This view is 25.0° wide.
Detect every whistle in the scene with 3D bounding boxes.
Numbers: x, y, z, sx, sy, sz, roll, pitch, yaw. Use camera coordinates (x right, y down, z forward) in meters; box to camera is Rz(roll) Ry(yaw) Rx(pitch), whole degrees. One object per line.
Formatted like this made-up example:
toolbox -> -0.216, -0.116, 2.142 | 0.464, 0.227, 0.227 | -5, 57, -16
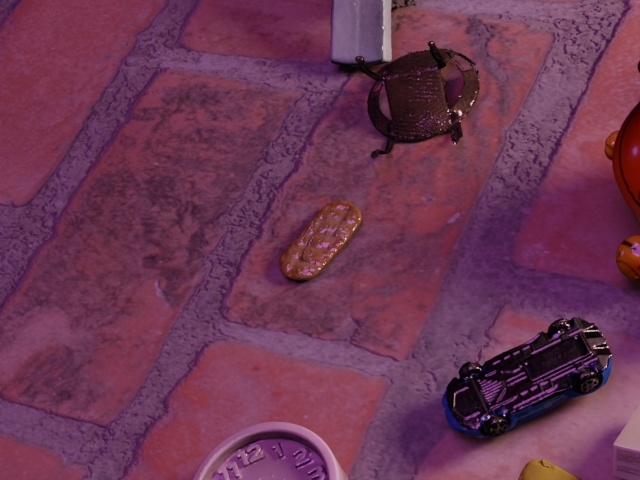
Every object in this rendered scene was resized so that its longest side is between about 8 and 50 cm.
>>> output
whistle -> 0.093, -0.411, 2.257 | 0.163, 0.163, 0.289 | 2, 91, 23

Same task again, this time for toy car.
toy car -> 0.253, 0.175, 1.759 | 0.216, 0.063, 0.103 | -28, 48, 7

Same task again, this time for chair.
chair -> 0.140, -0.213, 2.101 | 0.174, 0.149, 0.213 | -11, 8, 17

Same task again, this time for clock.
clock -> -0.062, 0.322, 1.761 | 0.197, 0.068, 0.197 | -11, 50, 14

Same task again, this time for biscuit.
biscuit -> 0.000, 0.000, 2.027 | 0.071, 0.018, 0.147 | 28, 68, 34

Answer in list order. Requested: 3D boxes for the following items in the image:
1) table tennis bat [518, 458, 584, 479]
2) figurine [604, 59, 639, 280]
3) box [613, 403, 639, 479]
table tennis bat -> 0.383, 0.328, 1.593 | 0.369, 0.054, 0.224 | 21, 59, 30
figurine -> 0.492, -0.074, 1.775 | 0.320, 0.196, 0.323 | -32, 58, 3
box -> 0.413, 0.231, 1.627 | 0.130, 0.051, 0.129 | 12, 31, 28
